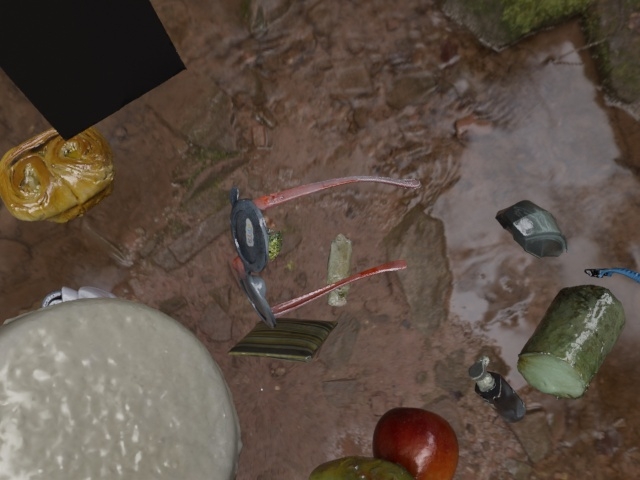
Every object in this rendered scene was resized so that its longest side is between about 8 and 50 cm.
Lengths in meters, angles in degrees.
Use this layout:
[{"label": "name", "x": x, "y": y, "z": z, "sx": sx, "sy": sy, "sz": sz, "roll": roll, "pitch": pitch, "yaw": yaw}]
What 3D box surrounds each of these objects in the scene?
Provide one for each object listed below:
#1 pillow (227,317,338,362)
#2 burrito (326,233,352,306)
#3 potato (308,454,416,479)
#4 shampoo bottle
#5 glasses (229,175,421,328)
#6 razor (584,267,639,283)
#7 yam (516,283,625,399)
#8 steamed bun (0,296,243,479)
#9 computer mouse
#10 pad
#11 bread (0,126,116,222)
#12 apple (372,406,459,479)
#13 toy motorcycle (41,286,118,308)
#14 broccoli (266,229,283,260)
[{"label": "pillow", "x": -0.086, "y": 0.237, "z": 1.498, "sx": 0.208, "sy": 0.212, "sz": 0.052, "roll": 0, "pitch": 107, "yaw": 20}, {"label": "burrito", "x": 0.045, "y": 0.065, "z": 1.389, "sx": 0.058, "sy": 0.045, "sz": 0.188, "roll": 27, "pitch": 50, "yaw": -30}, {"label": "potato", "x": 0.094, "y": 0.567, "z": 1.424, "sx": 0.176, "sy": 0.298, "sz": 0.141, "roll": 45, "pitch": 54, "yaw": -35}, {"label": "shampoo bottle", "x": 0.352, "y": 0.300, "z": 1.234, "sx": 0.057, "sy": 0.207, "sz": 0.063, "roll": 2, "pitch": 58, "yaw": 41}, {"label": "glasses", "x": 0.000, "y": 0.000, "z": 0.910, "sx": 0.268, "sy": 0.234, "sz": 0.118, "roll": -21, "pitch": 45, "yaw": -21}, {"label": "razor", "x": 0.666, "y": 0.096, "z": 1.250, "sx": 0.082, "sy": 0.253, "sz": 0.042, "roll": 1, "pitch": 108, "yaw": -30}, {"label": "yam", "x": 0.681, "y": 0.265, "z": 1.661, "sx": 0.195, "sy": 0.195, "sz": 0.300, "roll": 41, "pitch": 65, "yaw": 5}, {"label": "steamed bun", "x": -0.222, "y": 0.203, "z": 0.586, "sx": 0.283, "sy": 0.177, "sz": 0.282, "roll": 24, "pitch": 48, "yaw": -29}, {"label": "computer mouse", "x": 0.434, "y": -0.031, "z": 1.226, "sx": 0.071, "sy": 0.231, "sz": 0.126, "roll": -52, "pitch": 57, "yaw": 26}, {"label": "pad", "x": -0.378, "y": -0.326, "z": 0.927, "sx": 0.248, "sy": 0.367, "sz": 0.007, "roll": -31, "pitch": 58, "yaw": -5}, {"label": "bread", "x": -0.540, "y": -0.139, "z": 1.269, "sx": 0.236, "sy": 0.120, "sz": 0.198, "roll": -31, "pitch": 62, "yaw": -12}, {"label": "apple", "x": 0.238, "y": 0.528, "z": 1.551, "sx": 0.218, "sy": 0.218, "sz": 0.201, "roll": 19, "pitch": 59, "yaw": -1}, {"label": "toy motorcycle", "x": -0.452, "y": 0.192, "z": 1.294, "sx": 0.171, "sy": 0.110, "sz": 0.260, "roll": -34, "pitch": 100, "yaw": -5}, {"label": "broccoli", "x": -0.126, "y": 0.024, "z": 1.442, "sx": 0.092, "sy": 0.095, "sz": 0.096, "roll": 2, "pitch": 88, "yaw": -40}]
